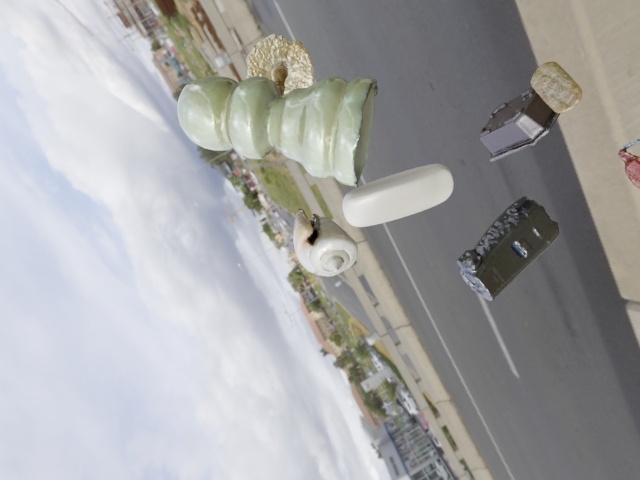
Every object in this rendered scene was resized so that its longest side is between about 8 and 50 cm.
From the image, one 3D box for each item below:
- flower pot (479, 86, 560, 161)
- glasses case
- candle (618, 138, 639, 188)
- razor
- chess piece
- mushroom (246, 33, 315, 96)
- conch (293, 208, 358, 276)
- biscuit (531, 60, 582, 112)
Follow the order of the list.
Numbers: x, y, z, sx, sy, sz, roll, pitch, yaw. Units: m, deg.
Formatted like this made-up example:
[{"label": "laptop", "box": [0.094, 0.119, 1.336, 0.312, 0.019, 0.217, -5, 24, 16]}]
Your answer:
[{"label": "flower pot", "box": [0.534, -0.328, 1.126, 0.084, 0.178, 0.251, 35, 172, -7]}, {"label": "glasses case", "box": [0.140, -0.080, 0.748, 0.051, 0.204, 0.081, -100, -8, -52]}, {"label": "candle", "box": [0.408, -0.072, 0.489, 0.162, 0.053, 0.048, -100, -7, -49]}, {"label": "razor", "box": [0.591, 0.027, 1.298, 0.189, 0.327, 0.107, 46, 177, -14]}, {"label": "chess piece", "box": [-0.059, -0.151, 0.515, 0.133, 0.244, 0.133, 12, -90, -80]}, {"label": "mushroom", "box": [-0.128, -0.496, 1.340, 0.208, 0.233, 0.301, 95, 170, -68]}, {"label": "conch", "box": [-0.003, 0.011, 1.018, 0.159, 0.127, 0.255, 13, -164, -18]}, {"label": "biscuit", "box": [0.554, -0.362, 0.970, 0.018, 0.071, 0.147, 7, -129, -38]}]
